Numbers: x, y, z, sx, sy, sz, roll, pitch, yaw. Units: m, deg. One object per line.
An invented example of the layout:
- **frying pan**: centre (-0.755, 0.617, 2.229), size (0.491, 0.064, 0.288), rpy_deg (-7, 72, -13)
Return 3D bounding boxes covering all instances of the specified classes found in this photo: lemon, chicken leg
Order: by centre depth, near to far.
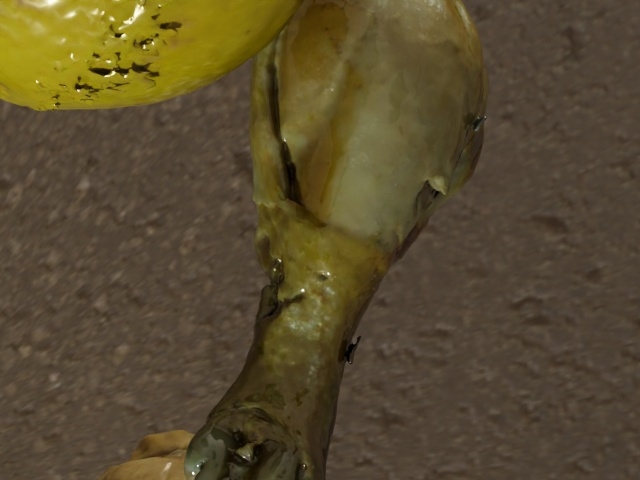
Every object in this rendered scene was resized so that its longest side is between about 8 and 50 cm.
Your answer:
- **lemon**: centre (-0.118, -0.194, 0.813), size (0.258, 0.310, 0.258), rpy_deg (7, 71, -20)
- **chicken leg**: centre (0.000, 0.000, 1.007), size (0.201, 0.153, 0.429), rpy_deg (26, 77, -49)

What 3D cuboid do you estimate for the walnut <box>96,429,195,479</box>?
- **walnut**: centre (-0.128, 0.320, 1.504), size (0.257, 0.257, 0.224), rpy_deg (52, 24, -4)
